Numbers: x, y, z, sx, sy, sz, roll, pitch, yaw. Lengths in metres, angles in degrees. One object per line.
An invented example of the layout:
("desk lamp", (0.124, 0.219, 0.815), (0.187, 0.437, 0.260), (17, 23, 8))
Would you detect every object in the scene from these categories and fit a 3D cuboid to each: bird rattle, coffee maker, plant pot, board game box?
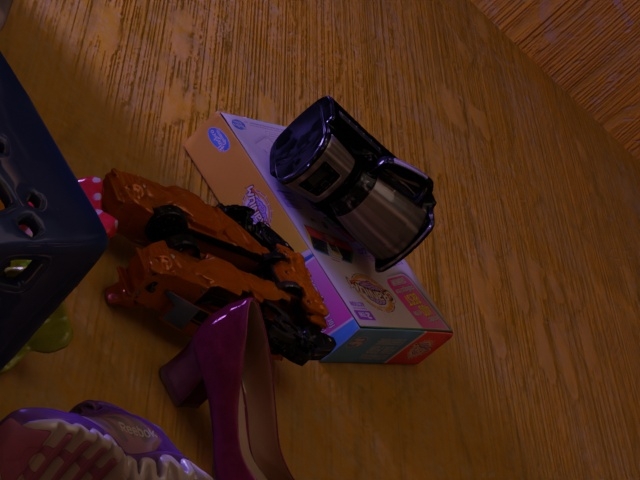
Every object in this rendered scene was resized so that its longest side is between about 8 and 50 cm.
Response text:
("bird rattle", (-0.273, -0.018, 1.637), (0.207, 0.143, 0.253), (30, 24, -17))
("coffee maker", (0.031, -0.071, 2.193), (0.178, 0.120, 0.171), (41, -1, -22))
("plant pot", (-0.334, -0.014, 1.373), (0.212, 0.236, 0.236), (-3, 54, -55))
("board game box", (0.000, 0.000, 2.229), (0.316, 0.064, 0.242), (57, 22, 21))

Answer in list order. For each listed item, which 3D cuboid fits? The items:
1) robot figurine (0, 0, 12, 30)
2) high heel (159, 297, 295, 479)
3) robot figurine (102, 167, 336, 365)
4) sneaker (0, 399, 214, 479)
("robot figurine", (-0.351, -0.364, 1.947), (0.353, 0.199, 0.300), (-91, 175, -71))
("high heel", (-0.047, 0.175, 1.754), (0.082, 0.117, 0.244), (13, 41, -57))
("robot figurine", (-0.106, 0.034, 1.931), (0.291, 0.085, 0.211), (25, 31, -45))
("sneaker", (-0.188, 0.172, 1.534), (0.236, 0.095, 0.104), (28, 22, -53))
